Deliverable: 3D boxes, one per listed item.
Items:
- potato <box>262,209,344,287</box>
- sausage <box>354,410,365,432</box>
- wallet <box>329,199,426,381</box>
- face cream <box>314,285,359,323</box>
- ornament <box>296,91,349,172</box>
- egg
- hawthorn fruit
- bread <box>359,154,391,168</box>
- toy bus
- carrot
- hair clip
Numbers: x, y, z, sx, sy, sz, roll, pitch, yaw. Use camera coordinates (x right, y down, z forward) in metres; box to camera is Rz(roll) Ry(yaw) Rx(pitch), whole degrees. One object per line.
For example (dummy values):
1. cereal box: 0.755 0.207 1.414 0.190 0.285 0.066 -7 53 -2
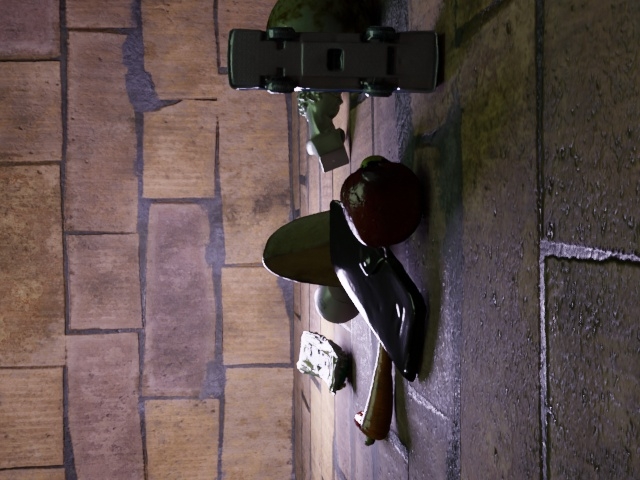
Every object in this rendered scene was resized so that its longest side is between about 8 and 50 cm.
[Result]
1. potato: 0.000 0.000 1.894 0.269 0.255 0.112 100 166 -57
2. sausage: 0.099 0.409 1.974 0.145 0.050 0.048 156 118 -84
3. wallet: 0.103 0.081 1.640 0.377 0.051 0.197 -123 27 -48
4. face cream: 0.047 0.135 2.092 0.104 0.117 0.117 115 155 -54
5. ornament: 0.006 -0.311 2.346 0.120 0.130 0.285 74 -169 -65
6. egg: 0.002 -0.463 1.946 0.289 0.238 0.238 -71 -9 -46
7. hawthorn fruit: 0.109 -0.054 1.506 0.148 0.148 0.171 -154 51 -82
8. bread: 0.116 -0.095 1.693 0.139 0.071 0.130 -110 23 -56
9. toy bus: 0.021 -0.288 1.410 0.136 0.330 0.108 -72 -16 -80
10. carrot: 0.126 0.290 1.766 0.061 0.061 0.256 172 108 -83
11. hair clip: 0.024 0.335 2.438 0.321 0.091 0.138 -160 77 -70
